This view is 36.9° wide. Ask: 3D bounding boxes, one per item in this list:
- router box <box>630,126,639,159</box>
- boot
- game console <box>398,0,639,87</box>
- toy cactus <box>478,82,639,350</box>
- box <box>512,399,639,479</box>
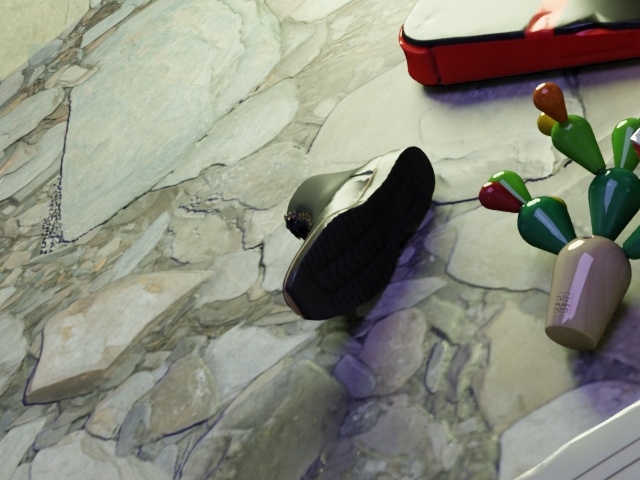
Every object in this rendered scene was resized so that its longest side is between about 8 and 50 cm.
[{"bbox_3d":[0.375,-0.090,0.440,0.335,0.082,0.301,-46,42,-2],"label":"router box"},{"bbox_3d":[0.000,0.000,0.824,0.137,0.077,0.198,-8,28,44],"label":"boot"},{"bbox_3d":[0.282,-0.300,0.973,0.342,0.060,0.386,3,49,39],"label":"game console"},{"bbox_3d":[0.193,-0.017,0.639,0.219,0.112,0.180,7,60,35],"label":"toy cactus"},{"bbox_3d":[0.167,0.183,0.354,0.148,0.127,0.232,-33,31,4],"label":"box"}]
